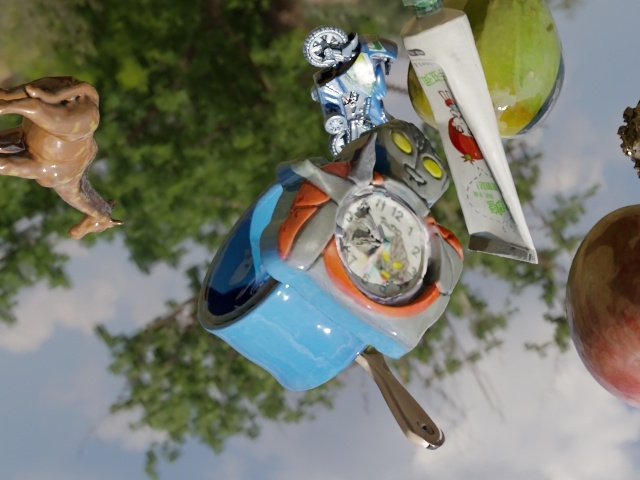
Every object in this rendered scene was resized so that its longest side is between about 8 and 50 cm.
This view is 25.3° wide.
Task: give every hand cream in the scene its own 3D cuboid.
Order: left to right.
[{"bbox_3d":[0.166,-0.131,1.638,0.076,0.336,0.121,-27,-161,-23],"label":"hand cream"}]

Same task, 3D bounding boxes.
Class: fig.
[{"bbox_3d":[0.227,-0.236,1.864,0.230,0.207,0.207,-61,-164,-4],"label":"fig"}]

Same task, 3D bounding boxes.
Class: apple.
[{"bbox_3d":[0.468,0.055,1.809,0.345,0.269,0.345,-23,153,-12],"label":"apple"}]

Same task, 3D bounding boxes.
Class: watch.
[{"bbox_3d":[0.000,0.000,1.603,0.274,0.241,0.305,-28,-150,46],"label":"watch"}]

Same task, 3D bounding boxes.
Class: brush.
[{"bbox_3d":[0.072,0.140,1.840,0.072,0.313,0.067,-1,133,-40],"label":"brush"}]

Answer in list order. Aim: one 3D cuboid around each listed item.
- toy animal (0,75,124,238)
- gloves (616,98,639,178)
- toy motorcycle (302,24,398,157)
[{"bbox_3d":[-0.243,-0.066,1.273,0.230,0.066,0.224,-4,146,-43],"label":"toy animal"},{"bbox_3d":[0.414,-0.074,1.434,0.210,0.312,0.135,-17,-134,-5],"label":"gloves"},{"bbox_3d":[0.058,-0.221,2.103,0.136,0.254,0.092,-18,-139,-3],"label":"toy motorcycle"}]
